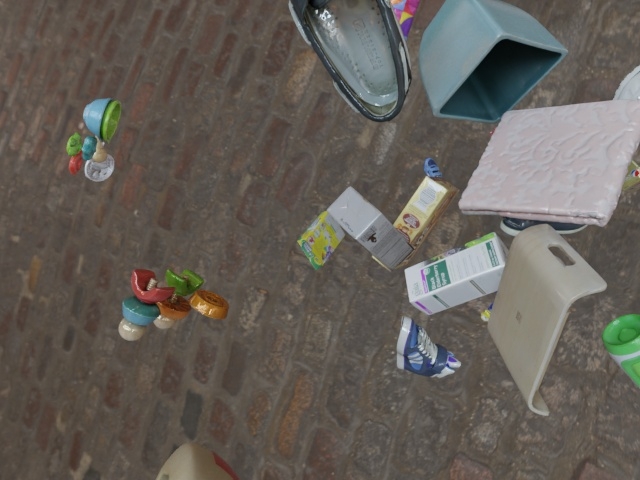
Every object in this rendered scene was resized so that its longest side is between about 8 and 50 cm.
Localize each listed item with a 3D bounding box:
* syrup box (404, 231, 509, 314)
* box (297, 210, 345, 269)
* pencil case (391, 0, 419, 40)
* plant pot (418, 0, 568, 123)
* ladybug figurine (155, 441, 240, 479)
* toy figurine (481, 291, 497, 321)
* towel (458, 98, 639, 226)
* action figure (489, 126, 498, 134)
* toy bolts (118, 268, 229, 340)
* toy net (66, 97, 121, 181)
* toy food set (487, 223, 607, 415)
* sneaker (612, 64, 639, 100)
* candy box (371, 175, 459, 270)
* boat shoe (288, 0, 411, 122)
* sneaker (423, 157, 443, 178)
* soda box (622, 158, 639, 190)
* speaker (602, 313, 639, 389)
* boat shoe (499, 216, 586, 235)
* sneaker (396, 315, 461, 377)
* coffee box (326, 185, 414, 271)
[{"bbox_3d":[0.324,0.083,1.102,0.236,0.096,0.093,-26,47,29],"label":"syrup box"},{"bbox_3d":[0.000,0.000,1.450,0.043,0.179,0.105,-12,119,41],"label":"box"},{"bbox_3d":[0.127,-0.419,1.016,0.104,0.104,0.237,34,114,30],"label":"pencil case"},{"bbox_3d":[0.391,-0.479,1.179,0.248,0.247,0.252,-51,51,49],"label":"plant pot"},{"bbox_3d":[-0.229,0.530,0.837,0.449,0.161,0.305,139,146,-60],"label":"ladybug figurine"},{"bbox_3d":[0.668,0.173,1.682,0.362,0.191,0.217,43,145,18],"label":"toy figurine"},{"bbox_3d":[0.506,-0.175,1.036,0.316,0.053,0.332,8,58,46],"label":"towel"},{"bbox_3d":[0.661,-0.396,1.677,0.115,0.030,0.038,-11,103,32],"label":"action figure"},{"bbox_3d":[-0.363,0.177,1.128,0.218,0.228,0.159,31,98,26],"label":"toy bolts"},{"bbox_3d":[-0.382,-0.147,0.808,0.232,0.045,0.122,140,144,-63],"label":"toy net"},{"bbox_3d":[0.428,0.150,0.908,0.092,0.220,0.306,1,120,-3],"label":"toy food set"},{"bbox_3d":[0.754,-0.355,1.049,0.090,0.095,0.235,19,126,-8],"label":"sneaker"},{"bbox_3d":[0.313,-0.056,1.537,0.087,0.183,0.317,40,112,19],"label":"candy box"},{"bbox_3d":[0.020,-0.266,0.496,0.114,0.302,0.091,-24,33,26],"label":"boat shoe"},{"bbox_3d":[0.438,-0.250,1.798,0.053,0.059,0.144,-15,88,-14],"label":"sneaker"},{"bbox_3d":[0.795,-0.162,1.202,0.061,0.181,0.058,-44,65,32],"label":"soda box"},{"bbox_3d":[0.824,0.318,1.139,0.131,0.131,0.296,-41,97,19],"label":"speaker"},{"bbox_3d":[0.549,-0.071,1.121,0.095,0.254,0.079,-109,18,-50],"label":"boat shoe"},{"bbox_3d":[0.411,0.406,1.764,0.236,0.323,0.130,8,49,15],"label":"sneaker"},{"bbox_3d":[0.143,-0.027,1.303,0.098,0.246,0.141,-46,52,5],"label":"coffee box"}]
